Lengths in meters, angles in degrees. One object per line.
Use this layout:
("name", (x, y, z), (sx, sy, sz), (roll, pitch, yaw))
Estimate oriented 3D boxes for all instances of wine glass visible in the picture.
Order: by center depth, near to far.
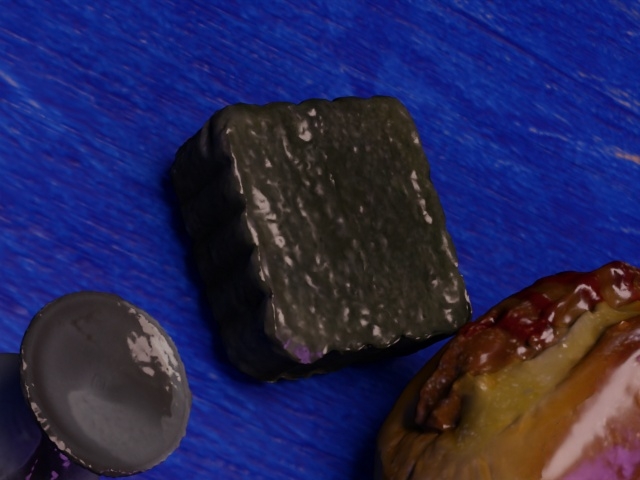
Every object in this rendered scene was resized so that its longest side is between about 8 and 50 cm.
("wine glass", (-0.174, 0.117, 1.068), (0.103, 0.231, 0.103), (20, 54, -30))

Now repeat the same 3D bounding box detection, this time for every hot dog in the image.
("hot dog", (0.240, 0.136, 1.356), (0.405, 0.185, 0.223), (13, 96, -31))

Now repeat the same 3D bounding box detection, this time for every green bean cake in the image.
("green bean cake", (0.000, 0.000, 1.358), (0.183, 0.094, 0.185), (-7, 70, -40))
